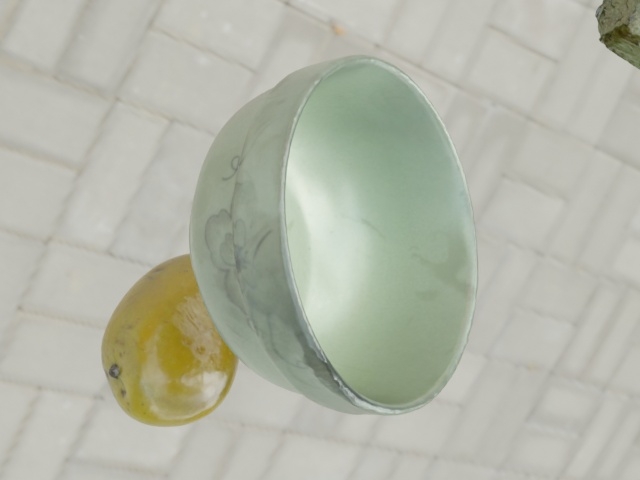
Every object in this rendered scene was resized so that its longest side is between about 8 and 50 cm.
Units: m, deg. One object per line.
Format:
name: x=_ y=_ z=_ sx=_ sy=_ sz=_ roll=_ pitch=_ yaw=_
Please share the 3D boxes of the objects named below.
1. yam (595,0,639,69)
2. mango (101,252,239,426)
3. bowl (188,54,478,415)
yam: x=0.346 y=-0.138 z=1.334 sx=0.259 sy=0.106 sz=0.106 roll=15 pitch=104 yaw=-21
mango: x=-0.137 y=0.095 z=1.658 sx=0.137 sy=0.098 sz=0.195 roll=40 pitch=49 yaw=-9
bowl: x=0.000 y=0.000 z=1.465 sx=0.307 sy=0.163 sz=0.307 roll=9 pitch=78 yaw=-53
